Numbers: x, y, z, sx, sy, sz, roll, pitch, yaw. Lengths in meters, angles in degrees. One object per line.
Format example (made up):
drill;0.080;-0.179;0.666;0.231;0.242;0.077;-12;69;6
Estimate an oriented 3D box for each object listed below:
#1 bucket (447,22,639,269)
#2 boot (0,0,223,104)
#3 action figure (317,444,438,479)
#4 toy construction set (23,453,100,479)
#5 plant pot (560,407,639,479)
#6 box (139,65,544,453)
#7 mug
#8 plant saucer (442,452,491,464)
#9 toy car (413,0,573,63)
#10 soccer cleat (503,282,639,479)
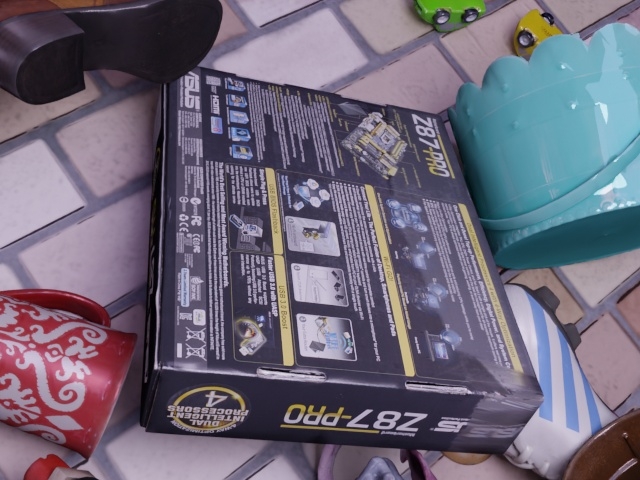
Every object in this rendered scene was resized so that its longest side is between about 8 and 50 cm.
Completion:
bucket;0.283;-0.088;0.921;0.281;0.281;0.183;-4;73;-22
boot;-0.269;-0.243;0.826;0.280;0.096;0.264;38;48;24
action figure;0.150;0.350;0.753;0.370;0.248;0.276;28;16;-20
toy construction set;-0.229;0.310;0.598;0.308;0.257;0.237;18;105;6
plant pot;0.321;0.252;0.733;0.167;0.167;0.165;-38;102;-30
box;0.000;0.000;0.798;0.318;0.097;0.395;6;43;-16
mug;-0.258;0.100;0.729;0.169;0.150;0.113;22;92;-14
plant saucer;0.153;0.190;0.884;0.083;0.015;0.084;8;64;-16
toy car;0.214;-0.308;1.115;0.224;0.053;0.239;-7;69;-22
soccer cleat;0.242;0.202;0.860;0.143;0.116;0.331;-34;85;-18
